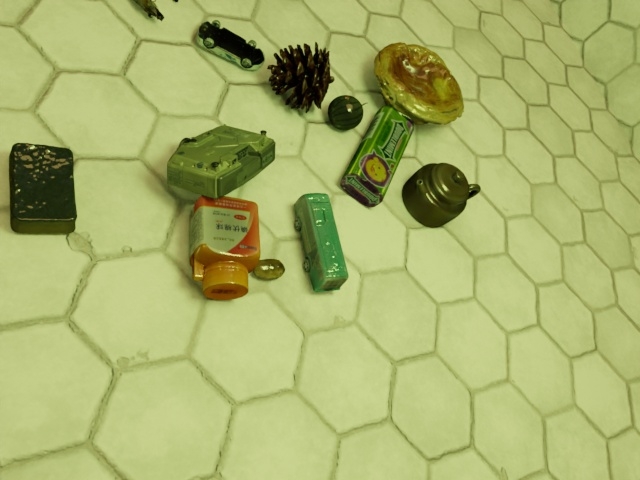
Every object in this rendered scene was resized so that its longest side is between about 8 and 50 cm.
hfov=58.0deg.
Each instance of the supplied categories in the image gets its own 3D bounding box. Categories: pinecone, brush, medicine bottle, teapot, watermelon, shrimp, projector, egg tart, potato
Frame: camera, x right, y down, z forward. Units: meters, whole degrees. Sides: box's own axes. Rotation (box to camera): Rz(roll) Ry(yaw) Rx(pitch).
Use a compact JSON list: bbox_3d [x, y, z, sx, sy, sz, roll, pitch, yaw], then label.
[{"bbox_3d":[-0.057,-0.470,1.657,0.208,0.208,0.207,15,58,-24],"label":"pinecone"},{"bbox_3d":[-0.581,-0.111,1.209,0.123,0.059,0.197,1,64,-33],"label":"brush"},{"bbox_3d":[-0.219,0.016,1.322,0.150,0.112,0.222,7,60,-26],"label":"medicine bottle"},{"bbox_3d":[0.377,-0.152,1.741,0.268,0.175,0.185,-1,67,-32],"label":"teapot"},{"bbox_3d":[0.086,-0.388,1.735,0.133,0.105,0.105,-24,77,-17],"label":"watermelon"},{"bbox_3d":[-0.470,-0.695,1.615,0.150,0.051,0.217,-19,71,-45],"label":"shrimp"},{"bbox_3d":[-0.247,-0.203,1.389,0.194,0.088,0.269,17,33,19],"label":"projector"},{"bbox_3d":[0.316,-0.500,1.916,0.352,0.150,0.351,14,54,-19],"label":"egg tart"},{"bbox_3d":[-0.124,0.068,1.397,0.083,0.040,0.051,1,59,-32],"label":"potato"}]

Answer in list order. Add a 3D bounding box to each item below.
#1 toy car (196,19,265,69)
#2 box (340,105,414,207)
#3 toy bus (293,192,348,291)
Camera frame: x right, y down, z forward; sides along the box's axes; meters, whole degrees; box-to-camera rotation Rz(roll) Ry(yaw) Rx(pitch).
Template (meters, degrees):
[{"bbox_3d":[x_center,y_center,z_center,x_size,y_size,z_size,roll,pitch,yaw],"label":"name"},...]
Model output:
[{"bbox_3d":[-0.256,-0.555,1.658,0.205,0.056,0.095,24,54,-22],"label":"toy car"},{"bbox_3d":[0.178,-0.260,1.728,0.134,0.097,0.345,37,51,-11],"label":"box"},{"bbox_3d":[0.000,0.000,1.472,0.091,0.109,0.261,-3,65,-26],"label":"toy bus"}]
